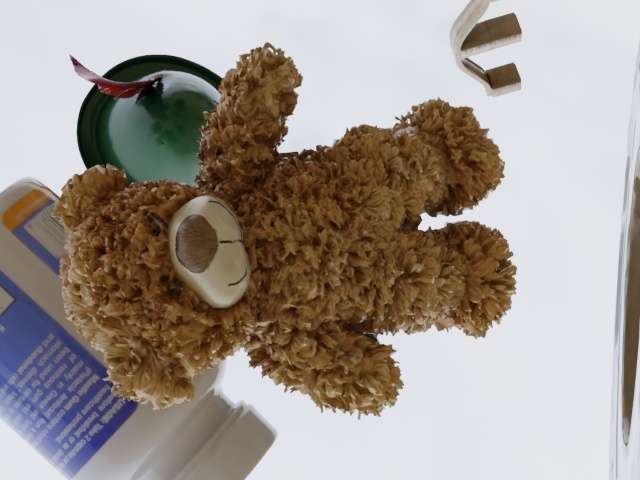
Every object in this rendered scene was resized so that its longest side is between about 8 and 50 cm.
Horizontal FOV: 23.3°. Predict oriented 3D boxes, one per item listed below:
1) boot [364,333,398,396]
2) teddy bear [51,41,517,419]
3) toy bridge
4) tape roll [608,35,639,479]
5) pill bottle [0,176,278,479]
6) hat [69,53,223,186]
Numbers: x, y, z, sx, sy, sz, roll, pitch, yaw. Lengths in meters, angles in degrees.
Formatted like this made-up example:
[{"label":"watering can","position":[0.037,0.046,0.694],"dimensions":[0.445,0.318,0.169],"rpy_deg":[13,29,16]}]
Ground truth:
[{"label":"boot","position":[0.040,0.055,1.164],"dimensions":[0.121,0.099,0.045],"rpy_deg":[41,-160,-12]},{"label":"teddy bear","position":[0.000,0.000,1.021],"dimensions":[0.338,0.113,0.245],"rpy_deg":[10,-92,-33]},{"label":"toy bridge","position":[0.148,-0.182,1.387],"dimensions":[0.063,0.188,0.026],"rpy_deg":[-16,-115,0]},{"label":"tape roll","position":[0.188,0.026,0.699],"dimensions":[0.100,0.286,0.286],"rpy_deg":[3,-111,9]},{"label":"pill bottle","position":[-0.168,0.095,1.160],"dimensions":[0.272,0.152,0.152],"rpy_deg":[43,-121,-1]},{"label":"hat","position":[-0.114,-0.121,1.362],"dimensions":[0.173,0.183,0.208],"rpy_deg":[40,-124,-2]}]
